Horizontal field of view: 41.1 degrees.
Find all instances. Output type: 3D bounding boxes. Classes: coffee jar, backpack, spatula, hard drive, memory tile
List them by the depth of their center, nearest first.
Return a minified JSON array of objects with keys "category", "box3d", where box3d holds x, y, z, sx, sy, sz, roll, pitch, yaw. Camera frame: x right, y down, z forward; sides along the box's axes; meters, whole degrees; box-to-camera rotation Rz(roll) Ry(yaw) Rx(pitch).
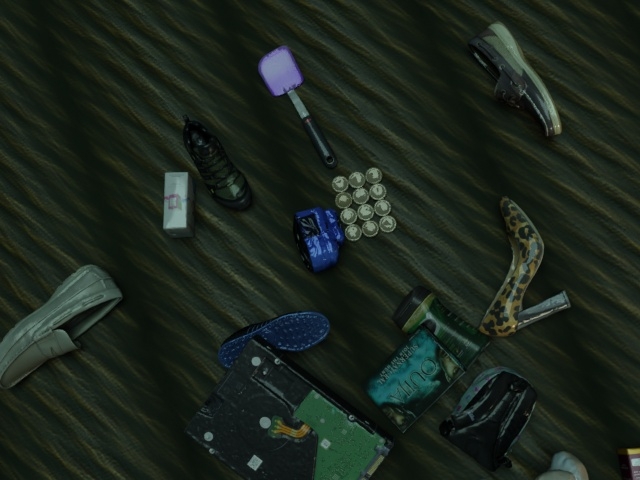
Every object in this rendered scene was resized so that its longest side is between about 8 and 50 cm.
[{"category":"backpack","box3d":[0.324,0.325,1.627,0.152,0.115,0.182,35,89,-7]},{"category":"hard drive","box3d":[-0.060,0.374,1.642,0.339,0.064,0.237,36,97,5]},{"category":"coffee jar","box3d":[0.235,0.176,1.686,0.184,0.079,0.096,40,111,13]},{"category":"backpack","box3d":[0.000,0.000,1.748,0.101,0.098,0.120,-15,75,-1]},{"category":"memory tile","box3d":[0.090,-0.076,1.800,0.113,0.012,0.148,-15,77,3]},{"category":"spatula","box3d":[-0.042,-0.283,1.852,0.084,0.030,0.297,-28,76,0]}]

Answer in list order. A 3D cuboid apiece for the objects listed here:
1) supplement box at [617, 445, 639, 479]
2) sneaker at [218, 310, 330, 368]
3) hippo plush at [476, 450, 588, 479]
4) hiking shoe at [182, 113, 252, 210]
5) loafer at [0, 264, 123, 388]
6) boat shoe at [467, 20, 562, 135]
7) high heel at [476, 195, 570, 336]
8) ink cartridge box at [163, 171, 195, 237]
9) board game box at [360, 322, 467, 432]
[{"category":"supplement box","box3d":[0.624,0.474,1.579,0.104,0.081,0.188,-7,76,4]},{"category":"sneaker","box3d":[-0.093,0.188,1.713,0.232,0.090,0.082,-17,99,4]},{"category":"hippo plush","box3d":[0.378,0.542,1.557,0.236,0.234,0.294,-13,71,29]},{"category":"hiking shoe","box3d":[-0.228,-0.159,1.800,0.086,0.114,0.227,-37,76,-3]},{"category":"loafer","box3d":[-0.545,0.190,1.757,0.111,0.112,0.319,41,84,22]},{"category":"boat shoe","box3d":[0.403,-0.326,1.782,0.092,0.103,0.285,-28,72,5]},{"category":"high heel","box3d":[0.358,0.054,1.703,0.186,0.093,0.261,-24,76,5]},{"category":"ink cartridge box","box3d":[-0.297,-0.073,1.801,0.052,0.088,0.123,0,77,3]},{"category":"board game box","box3d":[0.180,0.268,1.662,0.126,0.026,0.186,46,112,14]}]
